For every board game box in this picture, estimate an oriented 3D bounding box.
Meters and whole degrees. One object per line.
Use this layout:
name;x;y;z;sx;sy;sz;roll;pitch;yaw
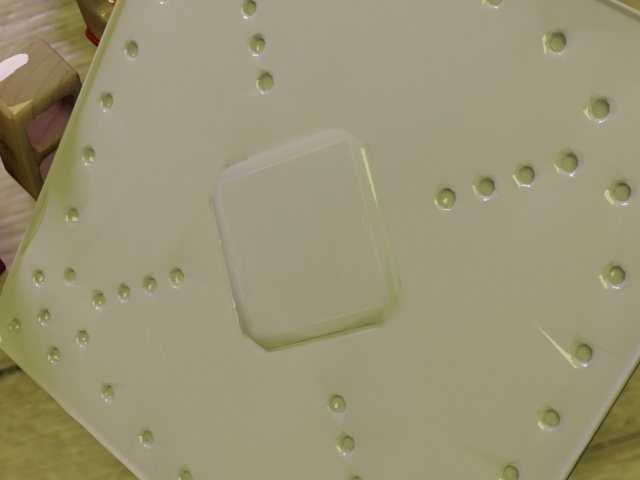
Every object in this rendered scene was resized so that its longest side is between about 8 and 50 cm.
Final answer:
board game box;0.000;0.000;0.642;0.390;0.050;0.390;35;109;26

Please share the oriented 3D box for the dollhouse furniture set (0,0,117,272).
dollhouse furniture set;-0.256;-0.111;0.788;0.201;0.152;0.374;39;68;14
